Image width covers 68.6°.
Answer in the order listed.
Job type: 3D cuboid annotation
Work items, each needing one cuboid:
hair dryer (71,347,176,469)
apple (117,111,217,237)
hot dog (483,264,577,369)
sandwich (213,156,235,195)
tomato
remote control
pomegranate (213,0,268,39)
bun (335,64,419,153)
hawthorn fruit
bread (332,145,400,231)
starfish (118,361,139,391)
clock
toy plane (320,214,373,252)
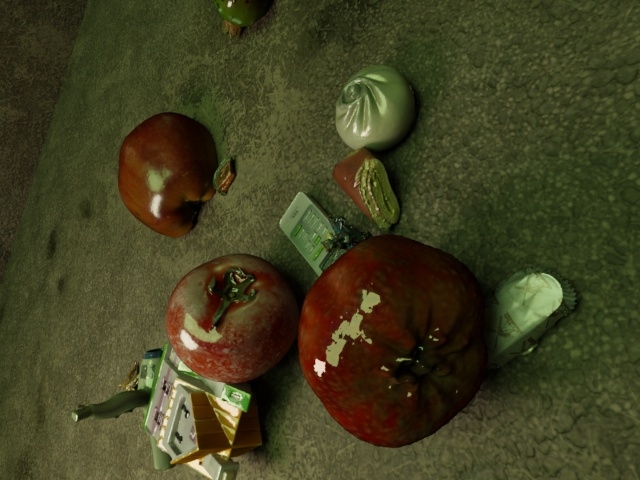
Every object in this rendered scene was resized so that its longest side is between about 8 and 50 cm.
[{"bbox_3d":[-0.437,0.453,1.156,0.118,0.298,0.296,-8,105,28],"label":"hair dryer"},{"bbox_3d":[-0.454,-0.193,1.408,0.365,0.295,0.329,49,150,40],"label":"apple"},{"bbox_3d":[0.284,0.118,0.699,0.192,0.053,0.099,-54,50,24],"label":"hot dog"},{"bbox_3d":[-0.263,-0.181,1.290,0.069,0.026,0.101,44,109,41],"label":"sandwich"},{"bbox_3d":[-0.181,0.167,0.978,0.270,0.270,0.227,56,152,36],"label":"tomato"},{"bbox_3d":[0.000,0.000,0.999,0.103,0.034,0.250,-54,50,18],"label":"remote control"},{"bbox_3d":[-0.230,-0.660,1.304,0.205,0.159,0.159,125,136,-52],"label":"pomegranate"},{"bbox_3d":[0.095,-0.262,0.921,0.172,0.119,0.173,-15,68,41],"label":"bun"},{"bbox_3d":[0.092,0.133,0.717,0.330,0.287,0.287,-147,76,-78],"label":"hawthorn fruit"},{"bbox_3d":[0.079,-0.117,0.911,0.067,0.119,0.192,-27,47,-14],"label":"bread"},{"bbox_3d":[-0.554,0.433,1.394,0.130,0.041,0.133,45,110,38],"label":"starfish"},{"bbox_3d":[-0.249,0.390,1.045,0.309,0.166,0.235,16,90,51],"label":"clock"},{"bbox_3d":[0.053,-0.010,0.899,0.188,0.135,0.062,-116,37,-44],"label":"toy plane"}]
